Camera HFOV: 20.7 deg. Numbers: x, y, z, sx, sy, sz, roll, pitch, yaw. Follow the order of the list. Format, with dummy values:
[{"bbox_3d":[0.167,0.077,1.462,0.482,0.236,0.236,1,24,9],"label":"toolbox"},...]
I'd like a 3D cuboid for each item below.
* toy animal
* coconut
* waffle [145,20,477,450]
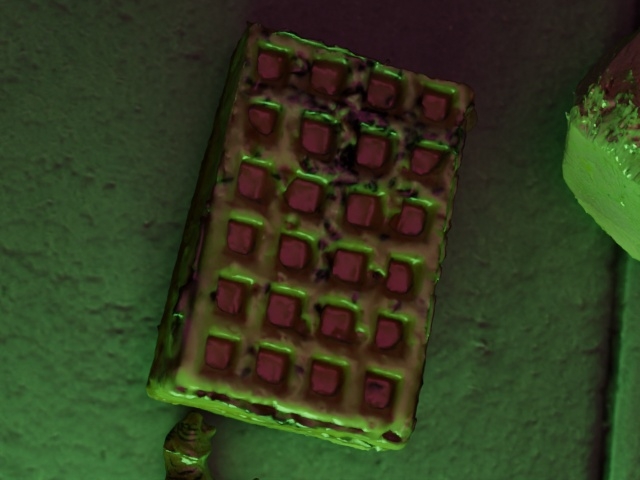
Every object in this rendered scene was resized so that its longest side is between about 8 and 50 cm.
[{"bbox_3d":[-0.116,0.287,1.690,0.099,0.057,0.241,10,84,-3],"label":"toy animal"},{"bbox_3d":[0.373,-0.118,1.736,0.245,0.233,0.233,-40,92,-11],"label":"coconut"},{"bbox_3d":[0.000,0.000,1.699,0.261,0.114,0.376,15,78,-8],"label":"waffle"}]
